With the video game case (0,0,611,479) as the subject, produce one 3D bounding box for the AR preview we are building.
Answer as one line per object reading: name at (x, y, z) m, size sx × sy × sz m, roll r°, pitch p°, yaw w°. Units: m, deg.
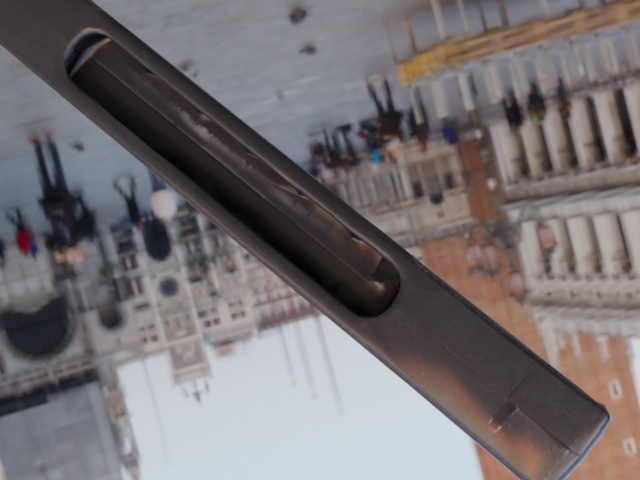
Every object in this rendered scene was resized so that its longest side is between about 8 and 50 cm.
video game case at (0.000, 0.000, 0.458) m, size 0.035 × 0.248 × 0.275 m, roll -51°, pitch 166°, yaw 0°
